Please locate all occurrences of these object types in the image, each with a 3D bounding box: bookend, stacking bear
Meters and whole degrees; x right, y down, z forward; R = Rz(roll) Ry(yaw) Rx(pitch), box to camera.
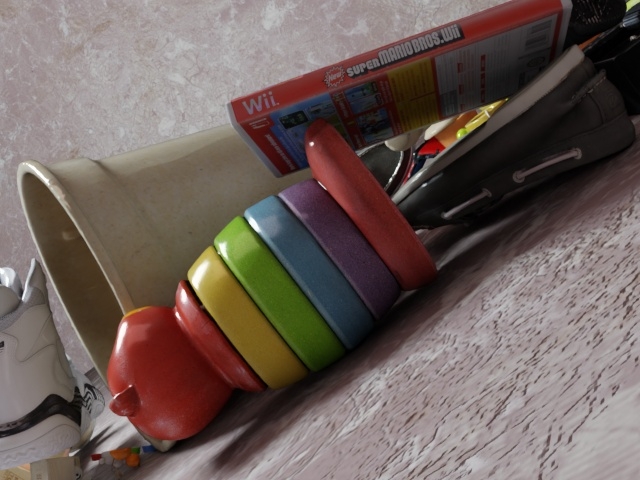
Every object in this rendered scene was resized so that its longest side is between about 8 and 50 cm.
[{"bbox_3d":[0.271,-0.146,1.026,0.157,0.072,0.156,-38,5,3],"label":"bookend"},{"bbox_3d":[-0.058,0.057,0.941,0.289,0.164,0.175,-38,-11,-2],"label":"stacking bear"}]

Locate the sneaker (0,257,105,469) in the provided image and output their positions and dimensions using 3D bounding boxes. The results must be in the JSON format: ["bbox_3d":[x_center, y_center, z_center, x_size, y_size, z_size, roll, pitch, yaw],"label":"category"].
[{"bbox_3d":[-0.350,0.133,1.285,0.137,0.210,0.366,-15,3,-7],"label":"sneaker"}]

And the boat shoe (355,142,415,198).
[{"bbox_3d":[0.035,-0.052,1.770,0.335,0.121,0.119,-49,11,13],"label":"boat shoe"}]

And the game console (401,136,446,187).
[{"bbox_3d":[0.193,-0.123,1.777,0.124,0.085,0.144,-3,18,19],"label":"game console"}]

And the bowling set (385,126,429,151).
[{"bbox_3d":[0.163,-0.165,1.337,0.287,0.200,0.154,-31,6,26],"label":"bowling set"}]

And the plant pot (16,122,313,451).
[{"bbox_3d":[-0.116,0.009,1.187,0.305,0.334,0.334,-27,0,-22],"label":"plant pot"}]

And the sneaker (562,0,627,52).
[{"bbox_3d":[0.210,-0.189,1.060,0.170,0.051,0.089,-16,-28,-8],"label":"sneaker"}]

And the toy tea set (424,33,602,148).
[{"bbox_3d":[0.277,-0.238,1.563,0.336,0.124,0.200,-36,5,22],"label":"toy tea set"}]

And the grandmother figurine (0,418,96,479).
[{"bbox_3d":[-0.393,0.298,1.589,0.208,0.104,0.342,-52,2,1],"label":"grandmother figurine"}]

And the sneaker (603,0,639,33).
[{"bbox_3d":[0.406,-0.250,1.153,0.234,0.084,0.097,-36,29,31],"label":"sneaker"}]

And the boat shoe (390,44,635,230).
[{"bbox_3d":[0.164,-0.063,1.029,0.112,0.095,0.335,-41,0,-31],"label":"boat shoe"}]

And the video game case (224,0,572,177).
[{"bbox_3d":[0.073,-0.131,0.952,0.285,0.025,0.204,-19,-11,5],"label":"video game case"}]

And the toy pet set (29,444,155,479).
[{"bbox_3d":[-0.255,0.266,1.188,0.114,0.065,0.122,1,-14,-42],"label":"toy pet set"}]

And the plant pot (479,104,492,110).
[{"bbox_3d":[0.315,-0.292,2.013,0.134,0.095,0.134,-37,4,3],"label":"plant pot"}]
